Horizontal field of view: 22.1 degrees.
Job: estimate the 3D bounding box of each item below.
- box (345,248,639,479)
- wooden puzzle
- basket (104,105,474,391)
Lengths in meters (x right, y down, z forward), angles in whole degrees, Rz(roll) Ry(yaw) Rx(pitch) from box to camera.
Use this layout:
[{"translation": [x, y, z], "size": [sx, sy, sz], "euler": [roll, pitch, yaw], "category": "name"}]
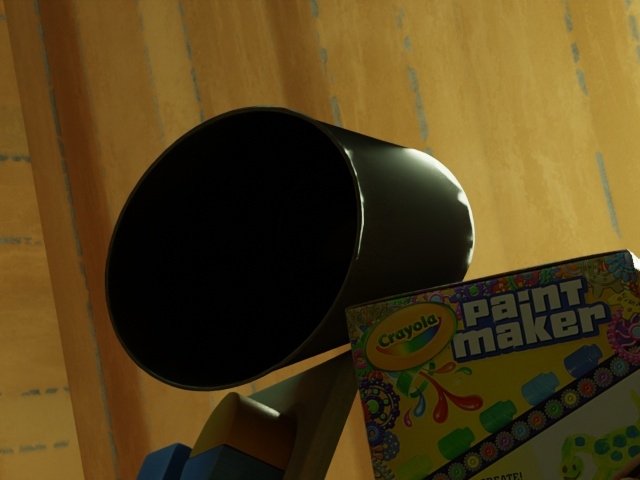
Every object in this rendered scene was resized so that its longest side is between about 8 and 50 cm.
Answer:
[{"translation": [0.161, 0.168, 1.056], "size": [0.177, 0.279, 0.290], "euler": [-12, -10, 16], "category": "box"}, {"translation": [-0.096, 0.228, 1.144], "size": [0.080, 0.348, 0.322], "euler": [31, -21, -11], "category": "wooden puzzle"}, {"translation": [0.000, 0.000, 1.094], "size": [0.204, 0.154, 0.227], "euler": [-42, -17, 26], "category": "basket"}]
